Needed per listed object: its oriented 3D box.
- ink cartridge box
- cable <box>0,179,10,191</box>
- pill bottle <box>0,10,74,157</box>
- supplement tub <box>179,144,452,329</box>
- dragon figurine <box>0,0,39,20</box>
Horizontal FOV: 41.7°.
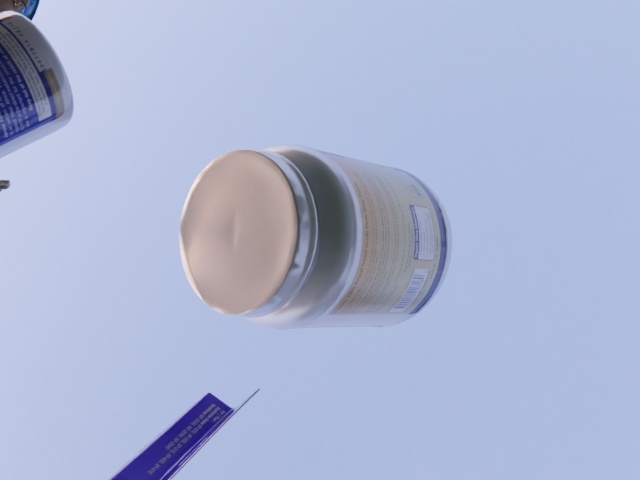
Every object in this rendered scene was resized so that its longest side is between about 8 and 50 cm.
[{"bbox_3d":[-0.176,0.238,0.848,0.045,0.206,0.208,46,-60,3],"label":"ink cartridge box"},{"bbox_3d":[-0.552,-0.062,1.060,0.287,0.139,0.072,12,-121,-42],"label":"cable"},{"bbox_3d":[-0.314,-0.107,0.697,0.112,0.112,0.187,44,-124,15],"label":"pill bottle"},{"bbox_3d":[0.000,0.000,1.080,0.228,0.316,0.228,-4,-96,38],"label":"supplement tub"},{"bbox_3d":[-0.441,-0.357,1.198,0.085,0.144,0.289,30,-123,-22],"label":"dragon figurine"}]
